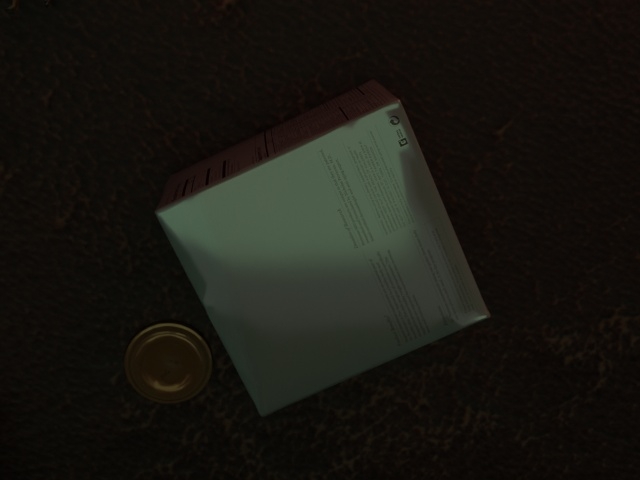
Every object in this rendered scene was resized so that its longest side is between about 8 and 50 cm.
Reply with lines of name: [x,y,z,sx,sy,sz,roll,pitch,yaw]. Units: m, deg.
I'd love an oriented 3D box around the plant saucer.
plant saucer: [-0.144,0.117,0.847,0.083,0.013,0.083,-1,106,-4]

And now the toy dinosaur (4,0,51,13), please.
toy dinosaur: [-0.271,-0.244,0.725,0.183,0.053,0.093,27,86,-19]

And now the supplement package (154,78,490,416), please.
supplement package: [0.000,0.000,0.754,0.203,0.149,0.194,-24,106,2]
